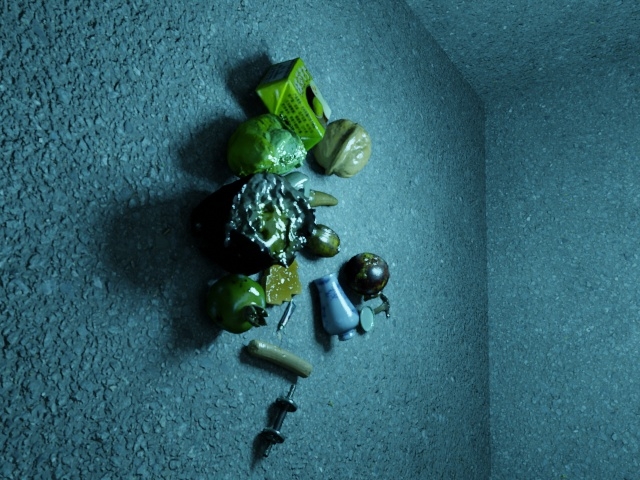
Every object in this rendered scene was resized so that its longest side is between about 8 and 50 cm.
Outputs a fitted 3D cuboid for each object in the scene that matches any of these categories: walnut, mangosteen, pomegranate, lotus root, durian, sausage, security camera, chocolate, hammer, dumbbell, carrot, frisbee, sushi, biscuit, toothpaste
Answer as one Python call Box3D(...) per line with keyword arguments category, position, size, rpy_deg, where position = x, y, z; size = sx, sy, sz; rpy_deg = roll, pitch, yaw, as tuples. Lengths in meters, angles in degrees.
Box3D(category="walnut", position=(0.088, -0.368, 2.263), size=(0.224, 0.257, 0.257), rpy_deg=(34, 48, -4))
Box3D(category="mangosteen", position=(0.190, 0.161, 2.310), size=(0.192, 0.192, 0.217), rpy_deg=(-42, 146, -49))
Box3D(category="pomegranate", position=(-0.238, 0.198, 1.670), size=(0.187, 0.225, 0.187), rpy_deg=(-16, 115, -38))
Box3D(category="lotus root", position=(0.000, 0.000, 2.132), size=(0.209, 0.120, 0.120), rpy_deg=(35, 55, -43))
Box3D(category="durian", position=(-0.190, -0.305, 1.851), size=(0.340, 0.256, 0.204), rpy_deg=(-29, 125, -46))
Box3D(category="sausage", position=(-0.137, 0.400, 1.891), size=(0.301, 0.066, 0.066), rpy_deg=(38, 53, -44))
Box3D(category="security camera", position=(-0.109, -0.099, 1.912), size=(0.157, 0.080, 0.301), rpy_deg=(-36, 150, -37))
Box3D(category="chocolate", position=(-0.088, -0.509, 2.066), size=(0.288, 0.137, 0.301), rpy_deg=(56, 24, -26))
Box3D(category="hammer", position=(0.225, 0.319, 2.420), size=(0.297, 0.027, 0.125), rpy_deg=(-20, 98, -53))
Box3D(category="dumbbell", position=(-0.133, 0.590, 1.830), size=(0.081, 0.082, 0.254), rpy_deg=(53, 44, -31))
Box3D(category="carrot", position=(0.003, -0.163, 2.223), size=(0.298, 0.078, 0.078), rpy_deg=(0, 81, -59))
Box3D(category="frisbee", position=(0.196, 0.328, 2.345), size=(0.110, 0.014, 0.110), rpy_deg=(9, 79, -53))
Box3D(category="sushi", position=(-0.212, -0.049, 1.693), size=(0.299, 0.294, 0.281), rpy_deg=(32, 65, -30))
Box3D(category="biscuit", position=(-0.147, 0.143, 1.959), size=(0.238, 0.041, 0.212), rpy_deg=(-51, 127, -46))
Box3D(category="toothpaste", position=(-0.117, 0.267, 1.984), size=(0.037, 0.021, 0.140), rpy_deg=(58, 39, -28))

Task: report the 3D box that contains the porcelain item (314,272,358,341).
Box3D(category="porcelain item", position=(0.058, 0.257, 2.131), size=(0.141, 0.141, 0.259), rpy_deg=(-21, 90, -53))
